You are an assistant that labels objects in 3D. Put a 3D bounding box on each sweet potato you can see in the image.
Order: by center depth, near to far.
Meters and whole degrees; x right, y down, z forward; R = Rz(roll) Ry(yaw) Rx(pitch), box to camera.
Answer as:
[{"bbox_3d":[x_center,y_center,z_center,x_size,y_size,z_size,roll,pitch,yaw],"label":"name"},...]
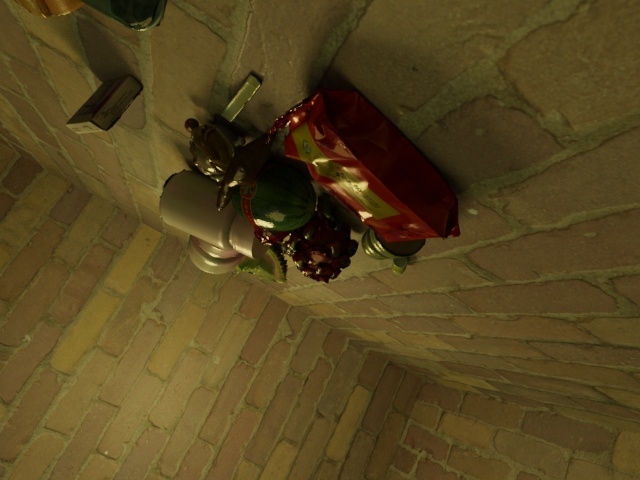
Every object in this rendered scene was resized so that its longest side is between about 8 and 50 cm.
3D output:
[{"bbox_3d":[-0.199,-0.167,1.064,0.075,0.074,0.269,34,121,-18],"label":"sweet potato"}]

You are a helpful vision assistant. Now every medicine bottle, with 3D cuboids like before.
[{"bbox_3d":[-0.585,-0.360,1.164,0.201,0.171,0.052,11,153,43],"label":"medicine bottle"},{"bbox_3d":[0.251,0.078,1.373,0.047,0.047,0.083,23,161,14],"label":"medicine bottle"},{"bbox_3d":[-0.352,-0.091,1.504,0.379,0.213,0.213,24,162,14],"label":"medicine bottle"},{"bbox_3d":[-0.413,-0.006,1.780,0.241,0.241,0.302,31,153,-9],"label":"medicine bottle"}]

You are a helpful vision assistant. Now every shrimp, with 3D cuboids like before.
[{"bbox_3d":[-0.107,0.045,1.789,0.165,0.056,0.065,24,149,44],"label":"shrimp"}]

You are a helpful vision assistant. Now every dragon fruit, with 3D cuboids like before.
[{"bbox_3d":[-0.002,0.010,1.293,0.219,0.198,0.272,8,156,24],"label":"dragon fruit"},{"bbox_3d":[-0.140,-0.063,1.319,0.166,0.136,0.133,-39,100,29],"label":"dragon fruit"}]

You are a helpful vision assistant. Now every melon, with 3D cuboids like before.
[{"bbox_3d":[-0.138,-0.120,1.172,0.288,0.182,0.182,14,158,40],"label":"melon"}]

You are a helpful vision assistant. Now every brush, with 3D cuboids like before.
[{"bbox_3d":[-0.169,-0.311,0.939,0.033,0.030,0.179,49,147,-13],"label":"brush"}]

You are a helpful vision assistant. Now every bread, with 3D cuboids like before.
[{"bbox_3d":[-0.515,-0.481,0.803,0.149,0.122,0.073,27,166,4],"label":"bread"}]

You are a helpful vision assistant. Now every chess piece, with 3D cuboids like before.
[{"bbox_3d":[0.175,-0.002,1.151,0.133,0.133,0.243,29,166,-3],"label":"chess piece"}]

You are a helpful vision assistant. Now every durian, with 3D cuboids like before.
[{"bbox_3d":[-0.283,0.089,1.979,0.356,0.169,0.157,4,151,41],"label":"durian"}]

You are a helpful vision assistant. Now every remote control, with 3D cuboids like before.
[{"bbox_3d":[-0.376,-0.451,0.734,0.248,0.104,0.052,31,-156,-5],"label":"remote control"}]

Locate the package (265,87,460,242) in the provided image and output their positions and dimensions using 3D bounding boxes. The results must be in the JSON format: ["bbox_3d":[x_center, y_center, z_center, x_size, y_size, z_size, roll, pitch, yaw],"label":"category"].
[{"bbox_3d":[0.096,-0.139,0.870,0.424,0.123,0.196,36,158,-23],"label":"package"}]

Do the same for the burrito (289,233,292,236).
[{"bbox_3d":[-0.067,-0.026,1.507,0.096,0.066,0.309,3,151,31],"label":"burrito"}]

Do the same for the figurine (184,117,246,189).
[{"bbox_3d":[-0.285,-0.230,1.172,0.193,0.133,0.274,59,163,3],"label":"figurine"}]
